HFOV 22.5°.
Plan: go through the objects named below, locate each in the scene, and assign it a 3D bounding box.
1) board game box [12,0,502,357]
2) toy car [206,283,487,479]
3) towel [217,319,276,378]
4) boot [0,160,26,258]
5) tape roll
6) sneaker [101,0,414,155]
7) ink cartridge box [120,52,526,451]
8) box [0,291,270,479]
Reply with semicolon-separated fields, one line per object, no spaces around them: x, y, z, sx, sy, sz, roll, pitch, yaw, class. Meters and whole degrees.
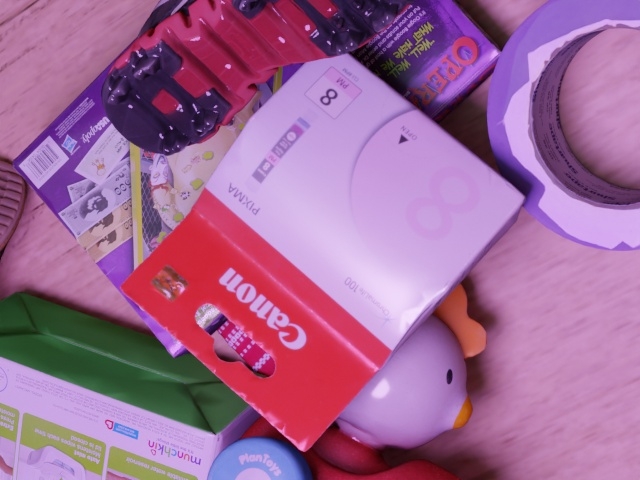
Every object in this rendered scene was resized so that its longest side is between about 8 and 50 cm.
-0.051;-0.099;1.245;0.347;0.056;0.208;-42;78;12;board game box
0.060;0.140;1.213;0.210;0.219;0.238;27;88;16;toy car
-0.049;-0.015;1.306;0.275;0.031;0.199;47;115;9;towel
-0.337;0.067;1.395;0.090;0.248;0.207;25;145;5;boot
0.219;-0.092;1.147;0.189;0.080;0.189;5;103;23;tape roll
-0.035;-0.170;1.138;0.276;0.135;0.097;-29;119;29;sneaker
0.000;0.000;1.138;0.189;0.066;0.232;40;74;13;ink cartridge box
-0.188;0.200;1.342;0.262;0.127;0.231;16;113;20;box
